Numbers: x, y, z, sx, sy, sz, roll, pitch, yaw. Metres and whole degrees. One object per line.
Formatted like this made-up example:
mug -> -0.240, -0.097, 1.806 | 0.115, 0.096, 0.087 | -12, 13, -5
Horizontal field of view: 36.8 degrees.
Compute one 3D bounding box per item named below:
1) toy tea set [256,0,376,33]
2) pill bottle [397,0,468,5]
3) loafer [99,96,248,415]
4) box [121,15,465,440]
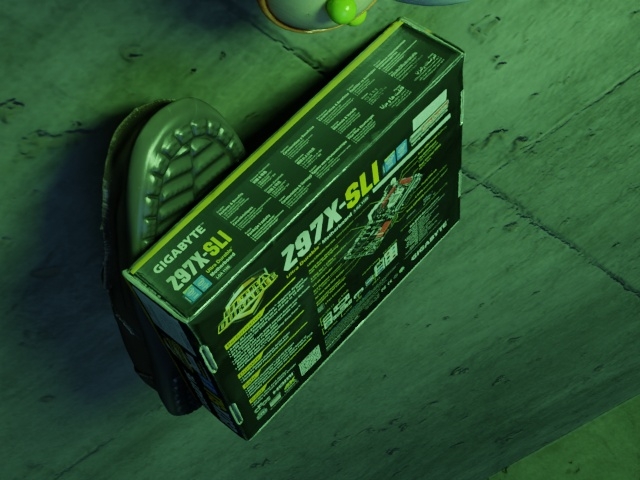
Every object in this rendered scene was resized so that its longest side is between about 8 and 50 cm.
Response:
toy tea set -> -0.060, -0.222, 0.556 | 0.336, 0.124, 0.200 | 1, 142, -32
pill bottle -> -0.016, -0.242, 0.362 | 0.204, 0.204, 0.361 | -35, 150, 20
loafer -> -0.150, 0.018, 0.853 | 0.134, 0.130, 0.366 | -37, 150, -35
box -> 0.000, 0.000, 0.845 | 0.322, 0.079, 0.257 | -45, 152, -18
